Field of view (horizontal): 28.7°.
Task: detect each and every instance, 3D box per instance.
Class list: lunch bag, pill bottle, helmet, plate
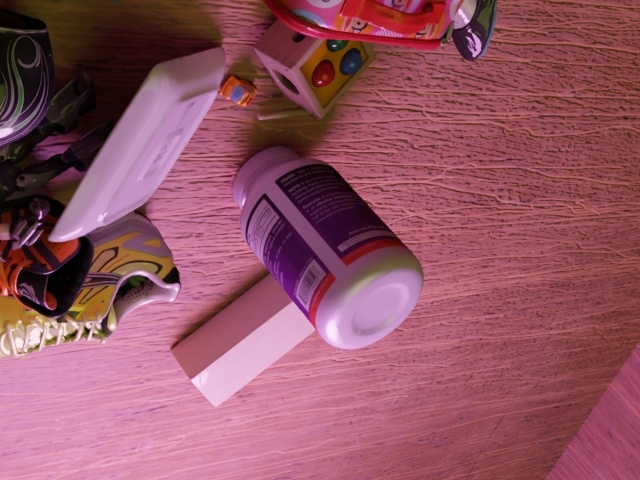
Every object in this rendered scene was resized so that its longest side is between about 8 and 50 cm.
[{"bbox_3d":[0.046,-0.340,1.617,0.293,0.258,0.120,-2,130,-41],"label":"lunch bag"},{"bbox_3d":[0.000,0.000,1.889,0.182,0.323,0.181,-25,142,-21],"label":"pill bottle"},{"bbox_3d":[-0.397,-0.185,1.459,0.169,0.169,0.161,-1,113,-42],"label":"helmet"},{"bbox_3d":[-0.227,-0.125,1.660,0.278,0.045,0.277,-55,176,18],"label":"plate"}]

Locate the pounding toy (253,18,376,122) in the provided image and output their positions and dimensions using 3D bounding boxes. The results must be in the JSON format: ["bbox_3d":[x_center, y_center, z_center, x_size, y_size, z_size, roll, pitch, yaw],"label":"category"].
[{"bbox_3d":[-0.007,-0.228,1.804,0.181,0.094,0.206,-49,146,-9],"label":"pounding toy"}]

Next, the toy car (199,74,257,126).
[{"bbox_3d":[-0.140,-0.185,1.803,0.122,0.040,0.060,-43,145,2],"label":"toy car"}]

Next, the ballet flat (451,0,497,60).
[{"bbox_3d":[0.224,-0.404,1.872,0.096,0.095,0.280,-4,121,-28],"label":"ballet flat"}]

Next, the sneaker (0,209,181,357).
[{"bbox_3d":[-0.373,0.087,1.766,0.385,0.147,0.145,-31,145,-24],"label":"sneaker"}]

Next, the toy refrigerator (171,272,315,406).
[{"bbox_3d":[-0.115,0.154,2.156,0.269,0.094,0.102,-38,138,-4],"label":"toy refrigerator"}]

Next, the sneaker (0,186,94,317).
[{"bbox_3d":[-0.433,0.040,1.608,0.321,0.180,0.124,-31,143,-33],"label":"sneaker"}]

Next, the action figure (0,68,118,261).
[{"bbox_3d":[-0.387,-0.092,1.581,0.285,0.185,0.099,-40,-177,-25],"label":"action figure"}]
